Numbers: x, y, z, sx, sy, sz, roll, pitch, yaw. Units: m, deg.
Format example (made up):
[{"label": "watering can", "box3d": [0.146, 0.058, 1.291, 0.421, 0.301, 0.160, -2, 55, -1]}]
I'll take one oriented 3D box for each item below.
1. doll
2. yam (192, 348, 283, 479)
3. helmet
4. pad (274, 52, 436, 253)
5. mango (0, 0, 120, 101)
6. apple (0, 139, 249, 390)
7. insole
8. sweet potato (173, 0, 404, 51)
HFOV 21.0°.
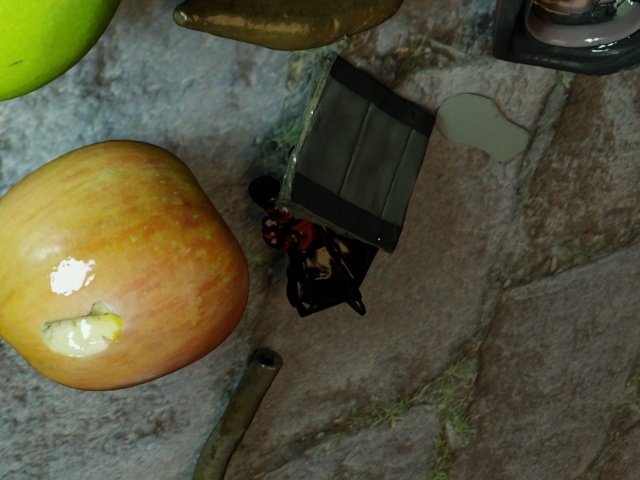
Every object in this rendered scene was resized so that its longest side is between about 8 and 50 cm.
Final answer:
[{"label": "doll", "box3d": [0.000, -0.003, 1.927, 0.127, 0.088, 0.249, -24, 137, 9]}, {"label": "yam", "box3d": [-0.126, 0.270, 2.127, 0.045, 0.045, 0.327, -29, 151, -59]}, {"label": "helmet", "box3d": [0.288, -0.286, 1.831, 0.198, 0.154, 0.253, 7, 166, -14]}, {"label": "pad", "box3d": [0.044, -0.090, 1.864, 0.233, 0.022, 0.174, 21, 85, -54]}, {"label": "mango", "box3d": [-0.224, -0.261, 1.320, 0.343, 0.192, 0.156, -63, 179, 26]}, {"label": "apple", "box3d": [-0.200, 0.035, 1.624, 0.241, 0.242, 0.242, -30, 145, -6]}, {"label": "insole", "box3d": [0.193, -0.133, 2.037, 0.065, 0.004, 0.197, -51, 145, 13]}, {"label": "sweet potato", "box3d": [-0.034, -0.218, 1.664, 0.243, 0.077, 0.077, -13, 137, -26]}]
